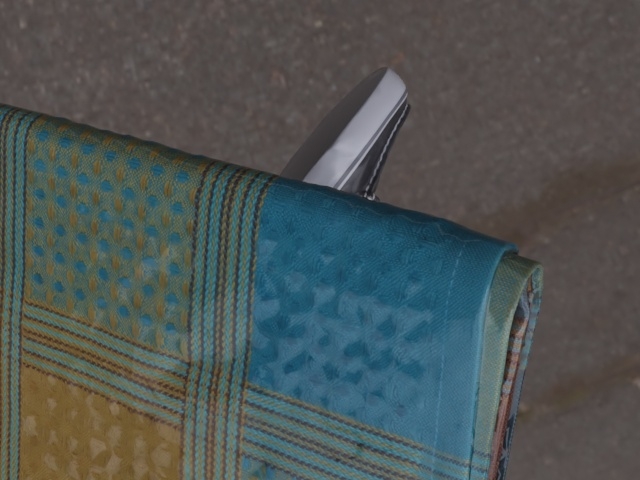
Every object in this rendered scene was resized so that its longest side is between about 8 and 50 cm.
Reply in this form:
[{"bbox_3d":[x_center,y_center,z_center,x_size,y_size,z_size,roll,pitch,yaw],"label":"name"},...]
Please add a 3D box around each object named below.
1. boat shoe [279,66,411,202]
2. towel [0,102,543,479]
[{"bbox_3d":[0.000,0.000,0.882,0.076,0.228,0.080,36,167,-15],"label":"boat shoe"},{"bbox_3d":[-0.073,0.086,0.710,0.040,0.370,0.271,-16,118,-54],"label":"towel"}]
